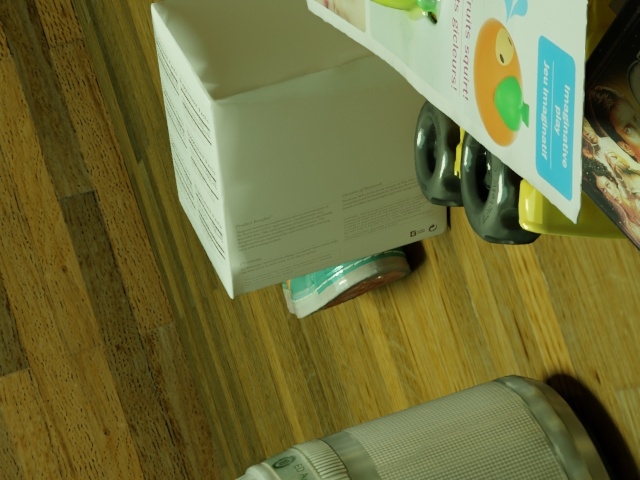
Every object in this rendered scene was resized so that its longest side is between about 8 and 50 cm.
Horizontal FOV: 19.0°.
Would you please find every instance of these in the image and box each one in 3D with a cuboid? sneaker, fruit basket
[{"bbox_3d":[0.000,0.000,1.792,0.302,0.108,0.121,166,83,-78],"label":"sneaker"},{"bbox_3d":[0.041,-0.216,0.870,0.353,0.165,0.327,-119,28,-63],"label":"fruit basket"}]

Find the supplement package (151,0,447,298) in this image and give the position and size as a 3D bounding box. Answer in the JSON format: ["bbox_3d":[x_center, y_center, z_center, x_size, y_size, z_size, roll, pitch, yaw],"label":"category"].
[{"bbox_3d":[-0.015,-0.097,1.541,0.149,0.194,0.203,-122,20,-45],"label":"supplement package"}]

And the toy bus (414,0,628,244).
[{"bbox_3d":[0.141,-0.111,1.043,0.220,0.149,0.211,-141,49,-72],"label":"toy bus"}]

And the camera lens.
[{"bbox_3d":[0.079,0.232,1.397,0.219,0.274,0.219,163,90,-77],"label":"camera lens"}]

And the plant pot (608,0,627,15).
[{"bbox_3d":[0.209,-0.107,0.836,0.096,0.109,0.109,58,164,10],"label":"plant pot"}]

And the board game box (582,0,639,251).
[{"bbox_3d":[0.188,-0.042,0.780,0.165,0.042,0.243,49,159,10],"label":"board game box"}]
